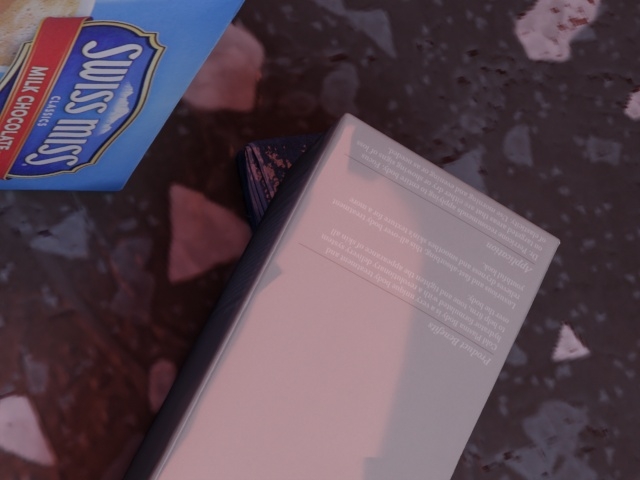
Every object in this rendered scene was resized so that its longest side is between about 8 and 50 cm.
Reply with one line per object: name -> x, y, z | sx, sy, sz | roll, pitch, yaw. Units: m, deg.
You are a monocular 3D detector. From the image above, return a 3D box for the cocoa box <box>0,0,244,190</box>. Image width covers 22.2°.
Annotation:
cocoa box -> -0.183, -0.221, 0.751 | 0.228, 0.231, 0.347 | 1, 68, -23

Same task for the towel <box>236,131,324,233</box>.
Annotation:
towel -> 0.000, 0.000, 0.850 | 0.067, 0.029, 0.119 | -9, 72, -26

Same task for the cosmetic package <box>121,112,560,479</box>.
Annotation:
cosmetic package -> -0.001, 0.076, 0.756 | 0.127, 0.107, 0.238 | 32, 73, -8
